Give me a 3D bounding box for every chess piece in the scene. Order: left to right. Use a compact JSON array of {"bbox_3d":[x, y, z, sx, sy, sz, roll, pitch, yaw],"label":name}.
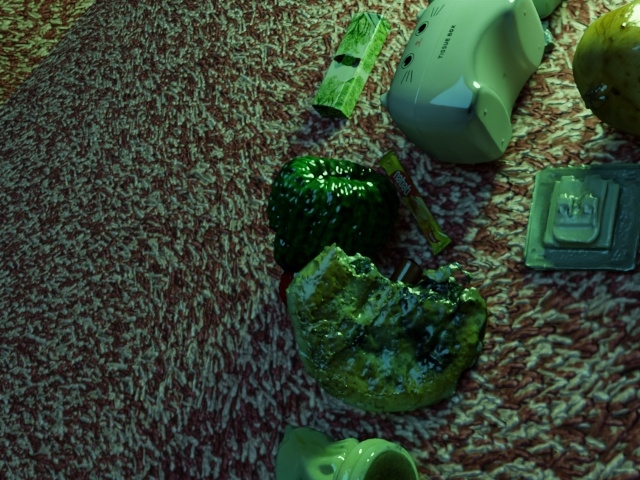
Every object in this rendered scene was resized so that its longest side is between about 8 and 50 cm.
[{"bbox_3d":[0.017,0.430,1.183,0.298,0.176,0.176,-8,61,48],"label":"chess piece"}]

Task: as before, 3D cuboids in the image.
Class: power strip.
[{"bbox_3d":[0.457,-0.050,1.161,0.198,0.064,0.213,-2,66,38],"label":"power strip"}]

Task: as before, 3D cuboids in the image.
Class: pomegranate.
[{"bbox_3d":[0.548,-0.289,1.117,0.248,0.248,0.248,-17,57,28],"label":"pomegranate"}]

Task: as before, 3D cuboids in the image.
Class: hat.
[{"bbox_3d":[0.000,0.000,1.379,0.242,0.274,0.332,48,126,52],"label":"hat"}]

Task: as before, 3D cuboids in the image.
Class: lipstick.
[{"bbox_3d":[0.105,0.168,1.288,0.081,0.081,0.300,32,87,42],"label":"lipstick"}]

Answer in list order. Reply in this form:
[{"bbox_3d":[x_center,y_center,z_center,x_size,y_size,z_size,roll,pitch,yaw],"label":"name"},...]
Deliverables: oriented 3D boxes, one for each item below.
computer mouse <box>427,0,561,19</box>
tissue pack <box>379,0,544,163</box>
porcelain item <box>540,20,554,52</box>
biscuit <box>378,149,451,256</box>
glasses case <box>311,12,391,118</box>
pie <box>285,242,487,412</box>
[{"bbox_3d":[0.376,-0.532,1.414,0.288,0.159,0.097,4,74,36],"label":"computer mouse"},{"bbox_3d":[0.280,-0.331,1.329,0.236,0.229,0.333,15,75,39],"label":"tissue pack"},{"bbox_3d":[0.464,-0.430,1.386,0.036,0.028,0.083,-13,56,11],"label":"porcelain item"},{"bbox_3d":[0.196,-0.085,1.396,0.048,0.026,0.292,-51,44,28],"label":"biscuit"},{"bbox_3d":[0.075,-0.436,1.648,0.095,0.062,0.272,14,75,40],"label":"glasses case"},{"bbox_3d":[0.109,0.162,1.210,0.371,0.078,0.296,12,88,6],"label":"pie"}]
